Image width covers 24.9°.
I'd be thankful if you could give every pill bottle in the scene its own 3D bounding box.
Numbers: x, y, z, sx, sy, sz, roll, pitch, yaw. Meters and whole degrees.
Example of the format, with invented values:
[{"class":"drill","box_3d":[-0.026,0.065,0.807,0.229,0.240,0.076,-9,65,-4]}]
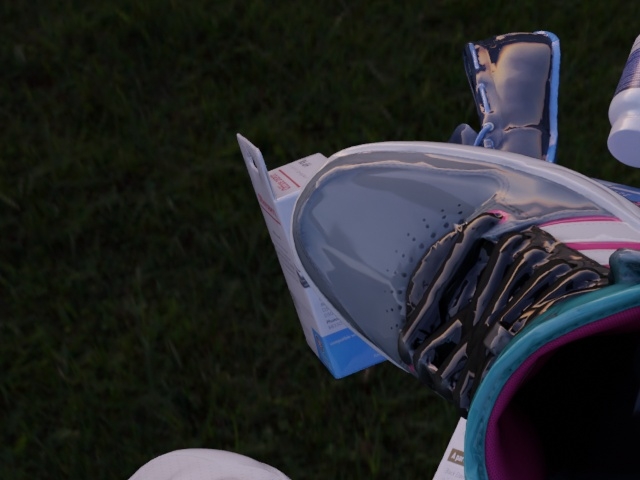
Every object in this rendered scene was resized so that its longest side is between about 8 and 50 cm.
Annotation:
[{"class":"pill bottle","box_3d":[0.289,-0.123,1.257,0.067,0.067,0.120,19,58,13]}]

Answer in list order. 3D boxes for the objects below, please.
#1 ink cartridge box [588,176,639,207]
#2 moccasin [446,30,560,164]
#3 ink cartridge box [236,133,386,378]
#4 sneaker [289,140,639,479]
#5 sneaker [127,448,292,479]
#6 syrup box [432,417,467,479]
[{"class":"ink cartridge box","box_3d":[0.271,0.110,1.147,0.151,0.395,0.270,-13,105,-20]},{"class":"moccasin","box_3d":[0.177,-0.070,1.453,0.117,0.137,0.342,4,46,8]},{"class":"ink cartridge box","box_3d":[0.000,0.000,1.076,0.060,0.104,0.180,-21,105,-8]},{"class":"sneaker","box_3d":[0.077,0.041,0.515,0.296,0.178,0.123,27,100,28]},{"class":"sneaker","box_3d":[-0.033,0.074,0.304,0.061,0.152,0.053,33,95,-16]},{"class":"syrup box","box_3d":[0.145,0.115,0.835,0.093,0.096,0.236,31,80,-27]}]
